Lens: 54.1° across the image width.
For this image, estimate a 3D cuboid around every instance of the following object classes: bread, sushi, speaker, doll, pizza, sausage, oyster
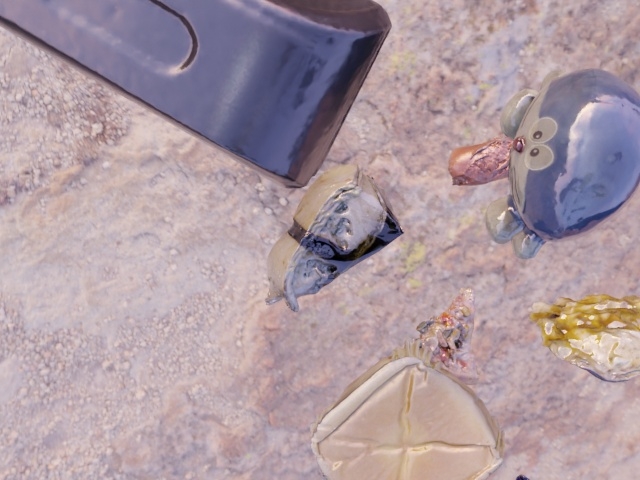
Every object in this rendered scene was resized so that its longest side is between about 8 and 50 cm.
[{"bbox_3d":[0.108,0.251,0.806,0.210,0.110,0.192,-43,82,3],"label":"bread"},{"bbox_3d":[-0.014,-0.005,1.006,0.273,0.134,0.109,-38,133,10],"label":"sushi"},{"bbox_3d":[-0.157,-0.186,0.496,0.388,0.184,0.180,28,112,1],"label":"speaker"},{"bbox_3d":[0.266,-0.086,0.700,0.154,0.258,0.228,13,94,15],"label":"doll"},{"bbox_3d":[0.273,0.179,1.241,0.185,0.052,0.195,31,69,-23],"label":"pizza"},{"bbox_3d":[0.344,-0.130,0.980,0.304,0.078,0.078,-7,113,-9],"label":"sausage"},{"bbox_3d":[0.216,0.064,0.426,0.121,0.146,0.045,-37,133,-33],"label":"oyster"}]

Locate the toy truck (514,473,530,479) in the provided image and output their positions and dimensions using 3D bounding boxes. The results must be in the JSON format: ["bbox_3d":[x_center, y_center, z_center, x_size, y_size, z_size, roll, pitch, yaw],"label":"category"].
[{"bbox_3d":[0.242,0.324,0.751,0.136,0.074,0.063,29,98,-29],"label":"toy truck"}]
